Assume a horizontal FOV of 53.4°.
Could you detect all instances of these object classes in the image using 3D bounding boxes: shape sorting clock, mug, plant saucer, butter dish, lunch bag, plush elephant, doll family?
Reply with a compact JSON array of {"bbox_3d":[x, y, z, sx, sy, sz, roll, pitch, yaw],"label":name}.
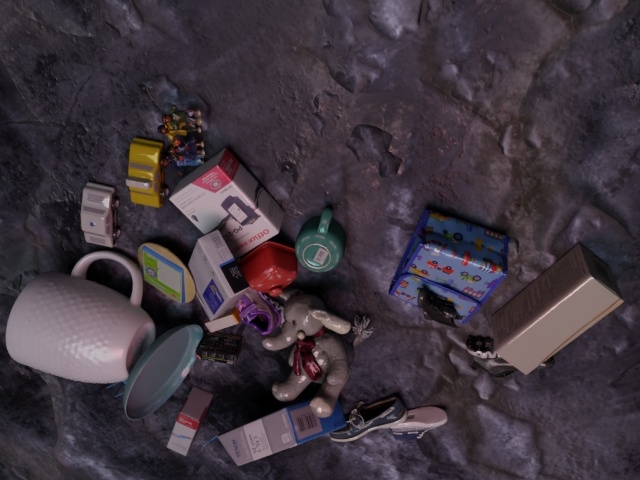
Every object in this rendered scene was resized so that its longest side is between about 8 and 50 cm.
[{"bbox_3d":[-0.428,0.090,1.774,0.206,0.040,0.206,20,131,25],"label":"shape sorting clock"},{"bbox_3d":[-0.006,0.006,1.638,0.129,0.097,0.158,-16,115,19],"label":"mug"},{"bbox_3d":[-0.455,0.366,1.823,0.043,0.317,0.318,31,123,17],"label":"plant saucer"},{"bbox_3d":[-0.130,0.091,1.670,0.160,0.118,0.160,-36,147,26],"label":"butter dish"},{"bbox_3d":[-0.634,0.212,1.790,0.327,0.276,0.374,15,83,12],"label":"mug"},{"bbox_3d":[0.314,0.090,1.623,0.220,0.138,0.293,19,137,0],"label":"lunch bag"},{"bbox_3d":[-0.031,0.261,1.685,0.330,0.272,0.255,-48,112,-15],"label":"plush elephant"},{"bbox_3d":[-0.348,-0.245,1.569,0.111,0.076,0.193,-10,116,-16],"label":"doll family"}]

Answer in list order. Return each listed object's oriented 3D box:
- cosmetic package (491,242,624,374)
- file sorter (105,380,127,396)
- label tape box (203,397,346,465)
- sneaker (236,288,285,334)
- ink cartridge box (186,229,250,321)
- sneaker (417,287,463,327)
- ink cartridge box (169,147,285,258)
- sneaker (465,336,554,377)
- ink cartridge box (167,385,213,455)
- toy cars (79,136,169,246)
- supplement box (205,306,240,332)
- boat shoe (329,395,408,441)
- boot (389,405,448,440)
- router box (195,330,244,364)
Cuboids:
[{"bbox_3d":[0.576,0.172,1.581,0.113,0.160,0.309,35,121,-10],"label":"cosmetic package"},{"bbox_3d":[-0.613,0.409,1.980,0.104,0.118,0.170,-28,110,28],"label":"file sorter"},{"bbox_3d":[-0.135,0.568,1.874,0.347,0.249,0.115,-32,72,30],"label":"label tape box"},{"bbox_3d":[-0.201,0.174,1.769,0.236,0.104,0.095,43,121,-10],"label":"sneaker"},{"bbox_3d":[-0.275,0.100,1.652,0.165,0.065,0.332,60,155,6],"label":"ink cartridge box"},{"bbox_3d":[0.302,0.171,1.605,0.089,0.051,0.170,7,152,25],"label":"sneaker"},{"bbox_3d":[-0.232,-0.086,1.617,0.172,0.100,0.237,-30,117,25],"label":"ink cartridge box"},{"bbox_3d":[0.510,0.327,1.733,0.234,0.078,0.106,7,123,12],"label":"sneaker"},{"bbox_3d":[-0.415,0.574,2.025,0.072,0.127,0.175,24,121,-1],"label":"ink cartridge box"},{"bbox_3d":[-0.532,-0.109,1.685,0.393,0.087,0.176,-35,107,26],"label":"toy cars"},{"bbox_3d":[-0.276,0.221,1.835,0.098,0.062,0.036,-20,114,20],"label":"supplement box"},{"bbox_3d":[0.133,0.533,1.911,0.254,0.095,0.079,-20,115,20],"label":"boat shoe"},{"bbox_3d":[0.298,0.554,1.914,0.189,0.069,0.086,-10,124,26],"label":"boot"},{"bbox_3d":[-0.296,0.315,1.875,0.122,0.092,0.038,9,121,7],"label":"router box"}]
